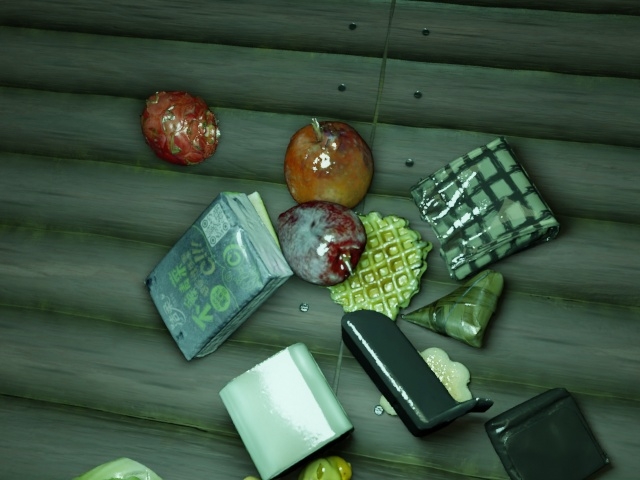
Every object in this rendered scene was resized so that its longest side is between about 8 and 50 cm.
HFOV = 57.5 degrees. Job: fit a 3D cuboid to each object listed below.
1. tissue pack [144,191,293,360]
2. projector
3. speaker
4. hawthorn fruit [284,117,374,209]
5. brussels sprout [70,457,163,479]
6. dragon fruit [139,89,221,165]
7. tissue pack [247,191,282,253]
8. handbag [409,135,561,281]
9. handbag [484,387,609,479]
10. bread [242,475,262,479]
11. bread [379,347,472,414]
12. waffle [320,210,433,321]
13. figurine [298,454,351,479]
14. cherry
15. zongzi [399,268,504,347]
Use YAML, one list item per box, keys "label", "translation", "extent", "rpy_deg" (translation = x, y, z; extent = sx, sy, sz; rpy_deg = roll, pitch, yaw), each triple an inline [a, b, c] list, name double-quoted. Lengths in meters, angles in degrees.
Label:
- label: "tissue pack"
  translation: [-0.288, 0.097, 1.579]
  extent: [0.394, 0.124, 0.288]
  rpy_deg: [-44, 67, 26]
- label: "projector"
  translation: [-0.081, 0.433, 1.471]
  extent: [0.248, 0.249, 0.249]
  rpy_deg: [-30, 70, -7]
- label: "speaker"
  translation: [0.230, 0.325, 1.490]
  extent: [0.184, 0.180, 0.388]
  rpy_deg: [-34, 68, -12]
- label: "hawthorn fruit"
  translation: [0.014, -0.234, 1.683]
  extent: [0.276, 0.307, 0.276]
  rpy_deg: [-7, 60, 12]
- label: "brussels sprout"
  translation: [-0.540, 0.701, 1.401]
  extent: [0.281, 0.289, 0.355]
  rpy_deg: [21, 50, 23]
- label: "dragon fruit"
  translation: [-0.429, -0.346, 1.794]
  extent: [0.252, 0.241, 0.241]
  rpy_deg: [21, 72, -6]
- label: "tissue pack"
  translation: [-0.204, -0.001, 1.704]
  extent: [0.159, 0.125, 0.234]
  rpy_deg: [-24, 71, -1]
- label: "handbag"
  translation: [0.457, -0.091, 1.671]
  extent: [0.327, 0.162, 0.325]
  rpy_deg: [-26, 66, 4]
- label: "handbag"
  translation: [0.568, 0.516, 1.482]
  extent: [0.246, 0.080, 0.223]
  rpy_deg: [-24, 77, -6]
- label: "bread"
  translation: [-0.162, 0.662, 1.444]
  extent: [0.085, 0.173, 0.134]
  rpy_deg: [28, 75, 29]
- label: "bread"
  translation: [0.279, 0.379, 1.572]
  extent: [0.250, 0.039, 0.182]
  rpy_deg: [-2, 71, 5]
- label: "waffle"
  translation: [0.156, 0.070, 1.672]
  extent: [0.297, 0.073, 0.317]
  rpy_deg: [23, 81, 22]
- label: "figurine"
  translation: [-0.010, 0.632, 1.439]
  extent: [0.131, 0.156, 0.246]
  rpy_deg: [2, 29, 28]
- label: "cherry"
  translation: [0.000, 0.000, 1.593]
  extent: [0.300, 0.203, 0.230]
  rpy_deg: [33, 95, 32]
- label: "zongzi"
  translation: [0.371, 0.166, 1.622]
  extent: [0.242, 0.112, 0.221]
  rpy_deg: [13, 57, 38]
